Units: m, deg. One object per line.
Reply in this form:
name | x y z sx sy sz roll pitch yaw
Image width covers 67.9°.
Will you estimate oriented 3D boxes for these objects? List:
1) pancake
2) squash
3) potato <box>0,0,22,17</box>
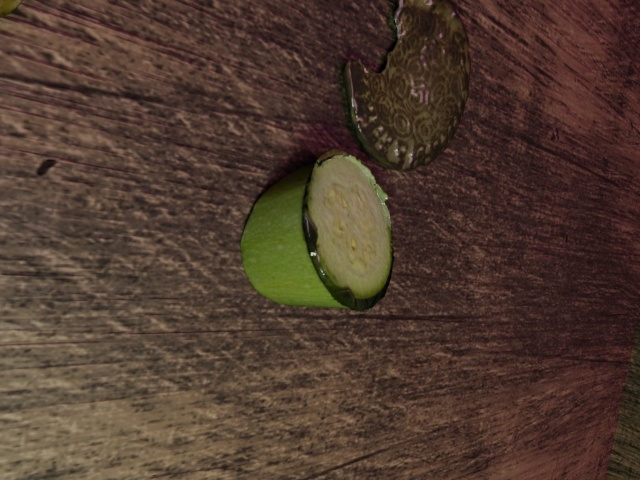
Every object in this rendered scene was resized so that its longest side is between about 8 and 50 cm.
pancake | 0.145 -0.255 0.757 0.286 0.033 0.288 -4 100 -36
squash | 0.010 -0.010 0.667 0.220 0.133 0.220 8 79 -46
potato | -0.342 -0.207 0.254 0.195 0.176 0.369 55 28 0
